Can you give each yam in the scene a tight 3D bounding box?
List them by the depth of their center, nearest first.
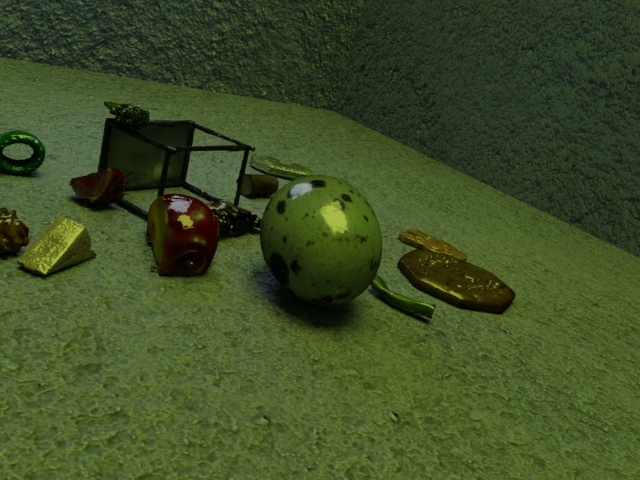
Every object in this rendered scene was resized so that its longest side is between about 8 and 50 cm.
[{"bbox_3d":[-0.212,-0.187,2.210,0.084,0.084,0.127,31,20,36],"label":"yam"}]

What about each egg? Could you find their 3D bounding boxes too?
[{"bbox_3d":[0.000,0.000,1.547,0.288,0.287,0.379,12,28,-12],"label":"egg"}]

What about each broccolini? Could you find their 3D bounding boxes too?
[{"bbox_3d":[-0.527,-0.341,1.764,0.091,0.068,0.203,-30,31,-25],"label":"broccolini"}]

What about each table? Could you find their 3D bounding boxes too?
[{"bbox_3d":[-0.412,-0.205,1.875,0.272,0.222,0.335,25,22,28],"label":"table"}]

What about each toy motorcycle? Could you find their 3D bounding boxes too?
[{"bbox_3d":[-0.252,-0.066,1.833,0.118,0.084,0.212,26,14,29],"label":"toy motorcycle"}]

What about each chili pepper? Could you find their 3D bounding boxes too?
[{"bbox_3d":[0.202,0.146,1.664,0.202,0.050,0.052,27,7,30],"label":"chili pepper"}]

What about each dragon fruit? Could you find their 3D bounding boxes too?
[{"bbox_3d":[-0.587,-0.130,1.741,0.147,0.096,0.102,-13,-1,27],"label":"dragon fruit"}]

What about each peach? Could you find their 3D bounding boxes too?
[{"bbox_3d":[-0.328,-0.029,1.577,0.154,0.158,0.267,14,17,-26],"label":"peach"}]

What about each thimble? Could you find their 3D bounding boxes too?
[{"bbox_3d":[-0.835,-0.245,1.801,0.130,0.118,0.090,26,7,-33],"label":"thimble"}]

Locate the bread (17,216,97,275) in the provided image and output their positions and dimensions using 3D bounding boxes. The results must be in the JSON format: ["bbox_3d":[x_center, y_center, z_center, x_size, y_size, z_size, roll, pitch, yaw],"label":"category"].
[{"bbox_3d":[-0.559,0.035,1.390,0.077,0.105,0.152,21,51,13],"label":"bread"}]

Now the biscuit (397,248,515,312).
[{"bbox_3d":[0.403,0.112,1.932,0.359,0.046,0.359,15,18,-5],"label":"biscuit"}]

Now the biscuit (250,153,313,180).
[{"bbox_3d":[-0.151,-0.285,2.569,0.250,0.046,0.147,12,20,-13],"label":"biscuit"}]

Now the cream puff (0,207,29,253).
[{"bbox_3d":[-0.672,-0.026,1.360,0.122,0.094,0.116,3,20,-23],"label":"cream puff"}]

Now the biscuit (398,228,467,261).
[{"bbox_3d":[0.380,0.018,2.194,0.236,0.040,0.144,23,26,25],"label":"biscuit"}]
